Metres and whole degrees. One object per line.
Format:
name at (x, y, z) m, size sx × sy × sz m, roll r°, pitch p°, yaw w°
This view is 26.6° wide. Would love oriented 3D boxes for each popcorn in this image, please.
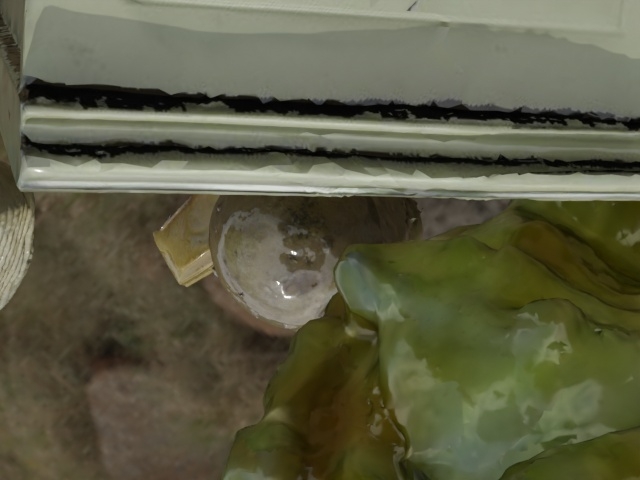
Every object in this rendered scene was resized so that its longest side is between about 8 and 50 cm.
popcorn at (0.119, 0.110, 0.638) m, size 0.279 × 0.335 × 0.274 m, roll 1°, pitch 111°, yaw 52°

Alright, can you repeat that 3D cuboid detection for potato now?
potato at (0.000, 0.000, 1.137) m, size 0.165 × 0.165 × 0.262 m, roll 23°, pitch 180°, yaw 23°

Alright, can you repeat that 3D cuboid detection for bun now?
bun at (-0.301, 0.002, 1.049) m, size 0.113 × 0.173 × 0.166 m, roll 39°, pitch -179°, yaw 12°

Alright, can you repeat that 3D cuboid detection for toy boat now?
toy boat at (-0.044, -0.060, 1.401) m, size 0.310 × 0.115 × 0.089 m, roll -41°, pitch 76°, yaw 24°

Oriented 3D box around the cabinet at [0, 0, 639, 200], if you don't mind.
cabinet at (0.012, -0.196, 0.436) m, size 0.290 × 0.227 × 0.318 m, roll -138°, pitch 51°, yaw -70°
